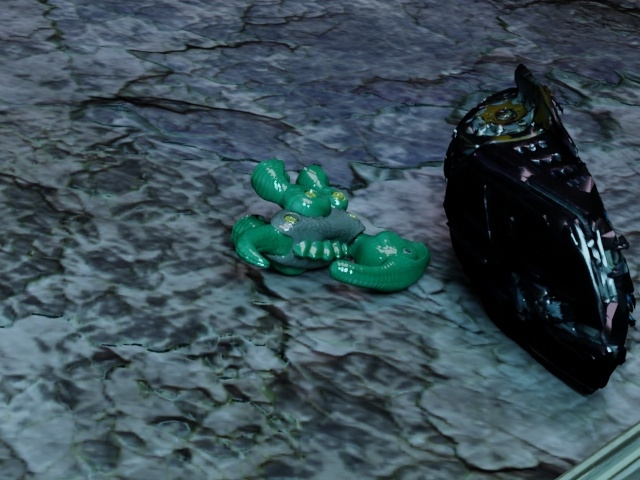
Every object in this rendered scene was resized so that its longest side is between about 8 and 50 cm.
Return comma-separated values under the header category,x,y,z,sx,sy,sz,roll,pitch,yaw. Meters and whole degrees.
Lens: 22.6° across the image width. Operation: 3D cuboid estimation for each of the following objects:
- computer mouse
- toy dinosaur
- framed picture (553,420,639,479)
category,x,y,z,sx,sy,sz,roll,pitch,yaw
computer mouse,0.113,-0.004,0.880,0.077,0.146,0.242,-21,28,1
toy dinosaur,0.000,0.000,0.909,0.132,0.059,0.096,-6,33,-47
framed picture,0.184,0.155,0.675,0.232,0.019,0.296,25,29,31
